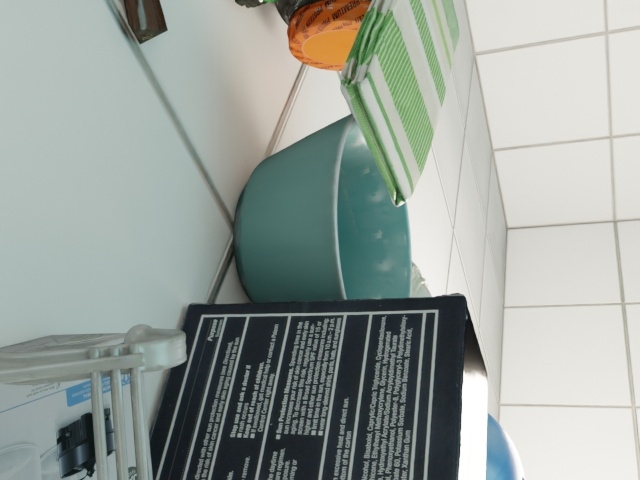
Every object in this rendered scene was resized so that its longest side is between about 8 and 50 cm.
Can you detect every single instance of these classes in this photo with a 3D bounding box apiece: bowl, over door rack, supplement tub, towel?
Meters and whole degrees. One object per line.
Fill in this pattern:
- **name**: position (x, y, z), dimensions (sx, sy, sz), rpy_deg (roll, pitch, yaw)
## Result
- **bowl**: position (0.000, 0.000, 0.890), dimensions (0.311, 0.163, 0.312), rpy_deg (-4, 90, -69)
- **over door rack**: position (-0.212, 0.169, 0.299), dimensions (0.324, 0.108, 0.240), rpy_deg (-4, 90, -34)
- **supplement tub**: position (0.035, -0.431, 0.998), dimensions (0.207, 0.207, 0.338), rpy_deg (24, 63, -66)
- **towel**: position (0.113, -0.237, 0.893), dimensions (0.248, 0.038, 0.325), rpy_deg (56, 44, -51)

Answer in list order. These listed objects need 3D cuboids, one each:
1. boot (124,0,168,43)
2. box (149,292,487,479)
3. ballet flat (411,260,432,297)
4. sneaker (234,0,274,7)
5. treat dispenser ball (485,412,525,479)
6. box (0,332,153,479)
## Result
- **boot**: position (-0.182, -0.241, 0.650), dimensions (0.106, 0.037, 0.114), rpy_deg (-38, 126, -62)
- **box**: position (0.001, 0.221, 0.670), dimensions (0.183, 0.293, 0.296), rpy_deg (62, 31, -50)
- **ballet flat**: position (0.152, 0.175, 1.182), dimensions (0.147, 0.146, 0.409), rpy_deg (-65, 157, -51)
- **sneaker**: position (-0.054, -0.472, 0.862), dimensions (0.134, 0.146, 0.344), rpy_deg (-22, 106, -68)
- **treat dispenser ball**: position (0.165, 0.374, 1.073), dimensions (0.288, 0.288, 0.288), rpy_deg (-4, 90, -69)
- **box**: position (-0.190, 0.218, 0.468), dimensions (0.169, 0.087, 0.290), rpy_deg (-5, 91, -68)
